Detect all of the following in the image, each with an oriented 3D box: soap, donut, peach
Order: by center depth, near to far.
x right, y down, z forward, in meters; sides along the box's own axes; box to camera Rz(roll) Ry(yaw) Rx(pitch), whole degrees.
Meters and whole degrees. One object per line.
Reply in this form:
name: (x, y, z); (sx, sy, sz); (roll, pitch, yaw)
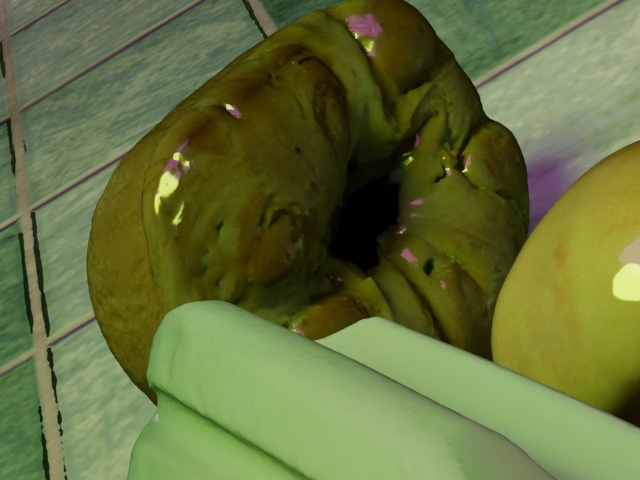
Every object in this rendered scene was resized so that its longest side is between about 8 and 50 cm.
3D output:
soap: (0.045, 0.153, 0.602); (0.115, 0.208, 0.347); (5, 8, -30)
peach: (0.163, 0.041, 0.708); (0.184, 0.184, 0.184); (-25, 26, 14)
donut: (0.000, 0.000, 0.931); (0.128, 0.208, 0.261); (-25, 10, 45)
